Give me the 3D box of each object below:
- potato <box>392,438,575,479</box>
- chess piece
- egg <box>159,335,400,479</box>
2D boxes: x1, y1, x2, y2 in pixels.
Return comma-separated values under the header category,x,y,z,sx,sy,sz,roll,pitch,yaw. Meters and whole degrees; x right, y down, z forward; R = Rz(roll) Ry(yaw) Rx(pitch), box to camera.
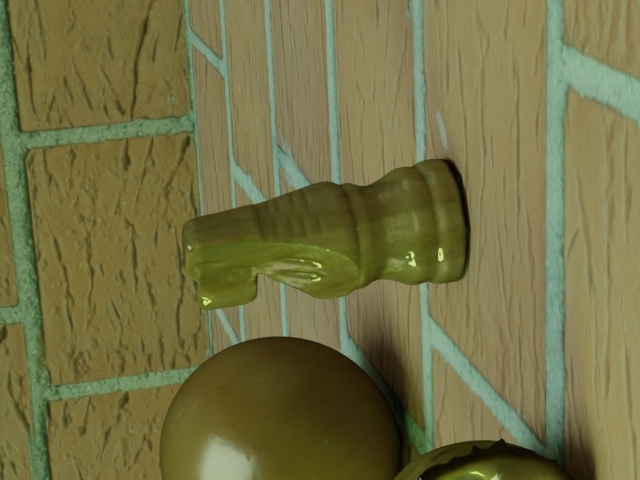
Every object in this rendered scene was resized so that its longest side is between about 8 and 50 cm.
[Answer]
category,x,y,z,sx,sy,sz,roll,pitch,yaw
potato,0.129,0.306,1.494,0.242,0.242,0.285,-157,75,-75
chess piece,0.000,0.000,1.695,0.137,0.301,0.137,171,90,-75
egg,-0.052,0.272,2.054,0.374,0.301,0.301,170,93,-77
